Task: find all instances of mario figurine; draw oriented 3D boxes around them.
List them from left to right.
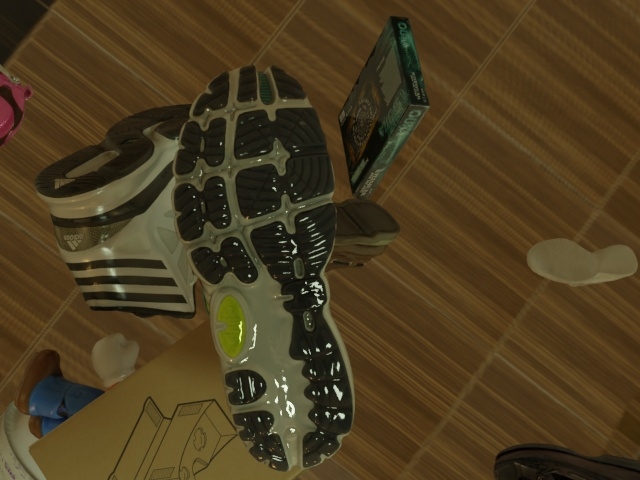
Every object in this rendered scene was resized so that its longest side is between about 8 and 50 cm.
[{"bbox_3d":[-0.201,0.211,1.074,0.320,0.198,0.170,13,86,11],"label":"mario figurine"}]

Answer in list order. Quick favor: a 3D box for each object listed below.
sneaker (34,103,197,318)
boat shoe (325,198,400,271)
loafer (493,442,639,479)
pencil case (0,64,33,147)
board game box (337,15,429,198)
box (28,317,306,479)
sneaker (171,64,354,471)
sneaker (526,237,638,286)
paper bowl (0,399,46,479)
[{"bbox_3d":[-0.222,-0.040,1.236,0.169,0.447,0.258,4,115,24],"label":"sneaker"},{"bbox_3d":[0.000,0.000,1.234,0.104,0.307,0.111,-51,57,23],"label":"boat shoe"},{"bbox_3d":[0.428,0.422,1.477,0.095,0.302,0.109,-51,124,-41],"label":"loafer"},{"bbox_3d":[-0.379,-0.174,0.828,0.098,0.209,0.095,-31,58,7],"label":"pencil case"},{"bbox_3d":[0.068,-0.149,0.993,0.026,0.186,0.126,2,61,-19],"label":"board game box"},{"bbox_3d":[-0.130,0.191,0.761,0.201,0.021,0.164,-36,77,-10],"label":"box"},{"bbox_3d":[-0.044,0.019,0.595,0.107,0.110,0.276,-6,94,-9],"label":"sneaker"},{"bbox_3d":[0.431,0.050,1.458,0.212,0.094,0.080,4,67,-22],"label":"sneaker"},{"bbox_3d":[-0.356,0.335,1.283,0.284,0.284,0.148,37,100,-4],"label":"paper bowl"}]
